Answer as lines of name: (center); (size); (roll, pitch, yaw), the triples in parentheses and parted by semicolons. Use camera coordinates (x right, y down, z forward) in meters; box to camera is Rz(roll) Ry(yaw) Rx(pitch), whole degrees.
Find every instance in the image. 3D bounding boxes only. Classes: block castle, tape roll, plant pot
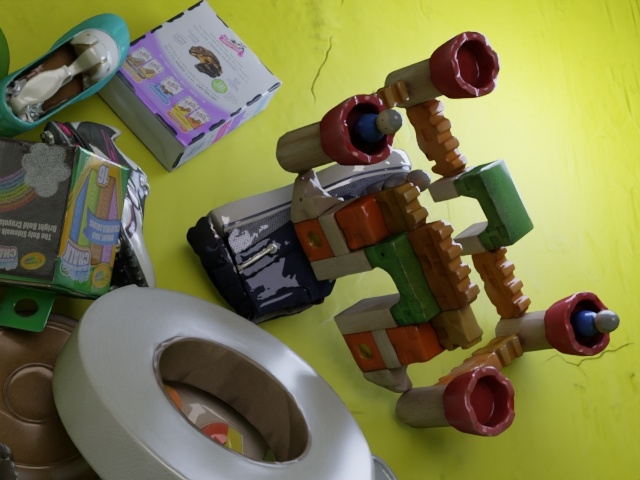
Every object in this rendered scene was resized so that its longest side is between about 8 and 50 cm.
block castle: (0.170, -0.005, 1.927); (0.303, 0.213, 0.453); (-32, 102, -37)
tape roll: (-0.116, 0.202, 1.734); (0.392, 0.072, 0.392); (29, 24, -14)
plant pot: (-0.326, 0.179, 1.760); (0.236, 0.032, 0.236); (7, 58, -11)

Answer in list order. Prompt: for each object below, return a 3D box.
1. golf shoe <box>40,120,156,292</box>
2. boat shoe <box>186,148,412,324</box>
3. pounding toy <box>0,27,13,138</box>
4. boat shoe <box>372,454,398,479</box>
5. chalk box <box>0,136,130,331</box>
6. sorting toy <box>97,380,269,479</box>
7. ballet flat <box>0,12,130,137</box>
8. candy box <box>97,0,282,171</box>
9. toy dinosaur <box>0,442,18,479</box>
golf shoe: (-0.252, -0.039, 1.909); (0.120, 0.105, 0.273); (-13, 68, -39)
boat shoe: (0.000, 0.000, 2.005); (0.340, 0.127, 0.158); (-22, 80, -27)
pounding toy: (-0.467, -0.240, 1.920); (0.183, 0.110, 0.237); (-1, 61, -26)
boat shoe: (0.096, 0.393, 1.809); (0.118, 0.103, 0.320); (-2, 62, -26)
chalk box: (-0.322, 0.000, 1.782); (0.132, 0.132, 0.213); (8, 84, 22)
sorting toy: (-0.174, 0.251, 1.807); (0.193, 0.038, 0.208); (34, 52, -3)
ballet flat: (-0.314, -0.207, 1.910); (0.247, 0.087, 0.083); (-41, 109, -30)
candy box: (-0.179, -0.210, 2.064); (0.165, 0.070, 0.196); (47, 53, 7)
toy dinosaur: (-0.421, 0.271, 1.555); (0.313, 0.121, 0.160); (-35, 102, -39)
